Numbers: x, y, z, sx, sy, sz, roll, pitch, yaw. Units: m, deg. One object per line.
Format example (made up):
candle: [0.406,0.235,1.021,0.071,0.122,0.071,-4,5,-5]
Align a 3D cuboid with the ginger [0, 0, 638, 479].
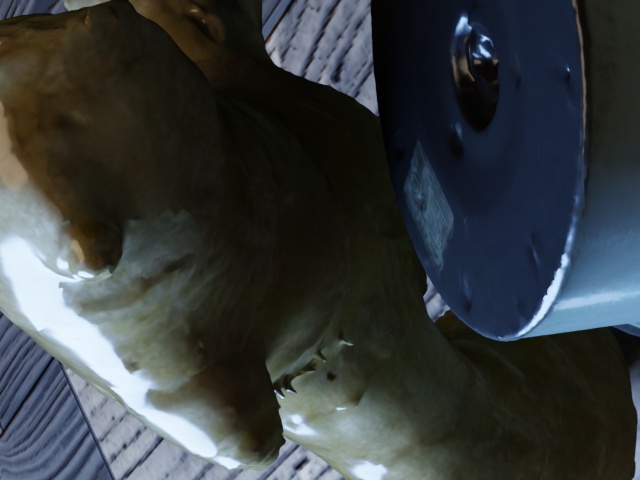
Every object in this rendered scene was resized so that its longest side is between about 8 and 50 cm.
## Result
ginger: [-0.005,0.019,0.615,0.122,0.348,0.363,-27,104,20]

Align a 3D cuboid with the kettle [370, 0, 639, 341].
kettle: [0.148,-0.044,0.535,0.221,0.236,0.161,99,156,-45]
